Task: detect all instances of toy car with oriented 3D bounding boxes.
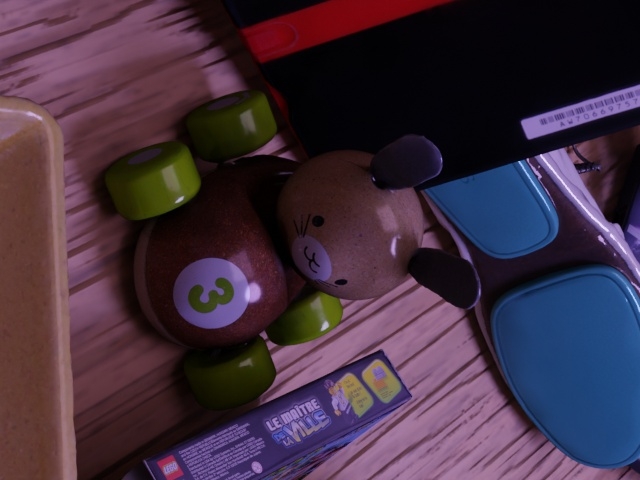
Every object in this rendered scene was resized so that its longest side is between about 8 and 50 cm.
[{"bbox_3d":[0.000,0.000,0.911,0.149,0.188,0.155,-40,117,-45],"label":"toy car"}]

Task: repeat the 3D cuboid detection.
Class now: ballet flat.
[{"bbox_3d":[0.161,-0.008,1.174,0.400,0.139,0.139,57,47,-29],"label":"ballet flat"}]

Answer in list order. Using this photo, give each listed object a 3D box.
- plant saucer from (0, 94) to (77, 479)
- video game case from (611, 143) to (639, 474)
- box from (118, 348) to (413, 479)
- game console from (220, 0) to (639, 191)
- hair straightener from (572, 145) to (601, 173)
[{"bbox_3d":[-0.252,0.100,0.680,0.333,0.081,0.333,-1,87,-51],"label":"plant saucer"},{"bbox_3d":[0.308,0.076,1.365,0.196,0.026,0.274,36,58,-21],"label":"video game case"},{"bbox_3d":[-0.049,0.129,0.899,0.207,0.114,0.036,-20,73,-49],"label":"box"},{"bbox_3d":[0.121,-0.189,0.916,0.060,0.386,0.342,-90,157,-43],"label":"game console"},{"bbox_3d":[0.166,-0.132,1.238,0.230,0.047,0.089,46,54,-39],"label":"hair straightener"}]
